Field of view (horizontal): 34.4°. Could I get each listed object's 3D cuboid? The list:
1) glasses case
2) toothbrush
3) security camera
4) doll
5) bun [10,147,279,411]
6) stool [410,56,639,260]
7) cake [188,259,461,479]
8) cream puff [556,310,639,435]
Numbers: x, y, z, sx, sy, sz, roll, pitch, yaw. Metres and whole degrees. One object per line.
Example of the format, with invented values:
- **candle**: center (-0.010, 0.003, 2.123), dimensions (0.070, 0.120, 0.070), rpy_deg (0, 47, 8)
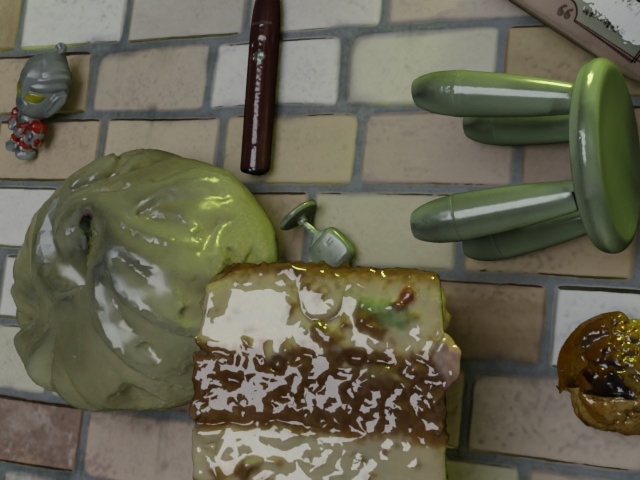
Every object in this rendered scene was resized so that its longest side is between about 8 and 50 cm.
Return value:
- **glasses case**: center (0.283, -0.287, 1.134), dimensions (0.314, 0.075, 0.122), rpy_deg (43, 104, 26)
- **toothbrush**: center (-0.071, -0.261, 1.332), dimensions (0.041, 0.041, 0.363), rpy_deg (0, 81, 27)
- **security camera**: center (0.000, 0.000, 1.249), dimensions (0.058, 0.058, 0.092), rpy_deg (-42, 78, 15)
- **doll**: center (-0.400, -0.198, 1.471), dimensions (0.094, 0.079, 0.180), rpy_deg (36, 110, 27)
- **bun**: center (-0.233, 0.044, 1.261), dimensions (0.360, 0.211, 0.359), rpy_deg (-5, 80, 27)
- **stool**: center (0.213, -0.076, 1.068), dimensions (0.199, 0.195, 0.195), rpy_deg (-6, 79, 28)
- **cake**: center (0.015, 0.174, 1.061), dimensions (0.256, 0.282, 0.290), rpy_deg (4, 82, 6)
- **cream puff**: center (0.304, 0.135, 1.039), dimensions (0.133, 0.104, 0.119), rpy_deg (17, 82, 27)
